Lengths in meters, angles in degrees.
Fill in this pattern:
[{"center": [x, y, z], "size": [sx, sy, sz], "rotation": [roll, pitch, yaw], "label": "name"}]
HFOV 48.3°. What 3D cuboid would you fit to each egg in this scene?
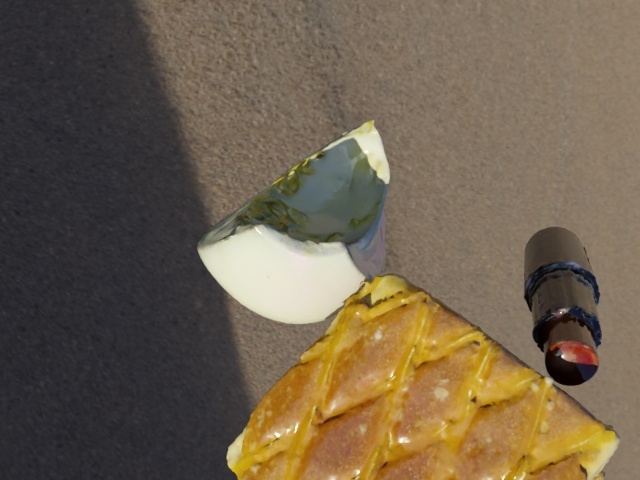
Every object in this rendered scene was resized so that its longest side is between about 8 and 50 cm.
[{"center": [-0.010, 0.003, 0.829], "size": [0.161, 0.206, 0.271], "rotation": [56, 40, -11], "label": "egg"}]

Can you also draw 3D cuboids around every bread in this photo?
[{"center": [0.103, 0.215, 0.718], "size": [0.279, 0.279, 0.207], "rotation": [-49, 153, 0], "label": "bread"}]

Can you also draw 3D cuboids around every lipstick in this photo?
[{"center": [0.265, 0.063, 0.782], "size": [0.299, 0.081, 0.081], "rotation": [-57, 141, -66], "label": "lipstick"}]
